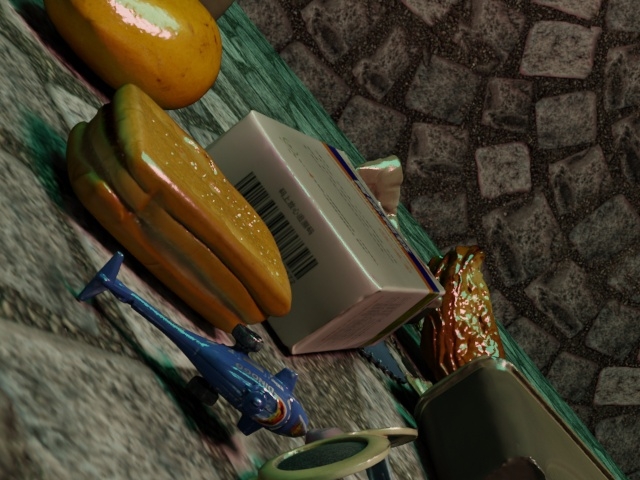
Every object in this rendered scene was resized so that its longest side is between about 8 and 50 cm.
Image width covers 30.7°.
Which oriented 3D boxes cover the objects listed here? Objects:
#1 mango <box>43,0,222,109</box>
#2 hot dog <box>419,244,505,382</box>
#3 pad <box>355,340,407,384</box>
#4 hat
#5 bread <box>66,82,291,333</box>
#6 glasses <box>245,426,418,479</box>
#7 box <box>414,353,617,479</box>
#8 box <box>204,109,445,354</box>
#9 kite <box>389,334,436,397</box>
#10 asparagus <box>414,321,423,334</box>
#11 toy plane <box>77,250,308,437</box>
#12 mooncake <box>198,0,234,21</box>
[{"bbox_3d":[-0.176,-0.200,1.082,0.219,0.112,0.145,30,27,-59],"label":"mango"},{"bbox_3d":[0.196,0.142,1.621,0.175,0.114,0.259,62,18,-76],"label":"hot dog"},{"bbox_3d":[-0.011,0.030,1.351,0.270,0.012,0.269,42,13,-51],"label":"pad"},{"bbox_3d":[0.061,0.021,1.547,0.244,0.149,0.214,129,-50,-57],"label":"hat"},{"bbox_3d":[-0.099,-0.017,0.842,0.200,0.077,0.116,48,8,-38],"label":"bread"},{"bbox_3d":[0.061,0.206,0.728,0.220,0.088,0.189,54,8,12],"label":"glasses"},{"bbox_3d":[0.220,0.273,1.221,0.274,0.138,0.178,46,15,-20],"label":"box"},{"bbox_3d":[0.000,0.000,1.141,0.200,0.106,0.299,55,13,13],"label":"box"},{"bbox_3d":[0.146,0.210,1.426,0.267,0.013,0.323,57,5,13],"label":"kite"},{"bbox_3d":[0.170,0.167,1.757,0.016,0.013,0.166,-1,36,-24],"label":"asparagus"},{"bbox_3d":[-0.069,0.069,0.703,0.167,0.054,0.062,40,1,-16],"label":"toy plane"},{"bbox_3d":[-0.226,-0.363,1.441,0.275,0.135,0.275,47,9,-10],"label":"mooncake"}]
